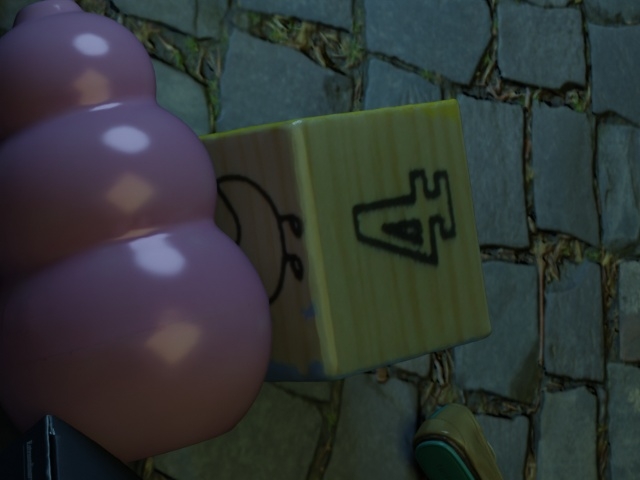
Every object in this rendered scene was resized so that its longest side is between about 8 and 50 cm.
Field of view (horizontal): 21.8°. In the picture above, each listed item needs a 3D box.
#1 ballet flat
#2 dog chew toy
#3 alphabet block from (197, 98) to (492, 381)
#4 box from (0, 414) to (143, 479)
[{"bbox_3d":[0.162,0.250,1.537,0.232,0.080,0.073,64,36,-20],"label":"ballet flat"},{"bbox_3d":[-0.158,-0.010,1.192,0.206,0.206,0.332,-14,88,-42],"label":"dog chew toy"},{"bbox_3d":[0.000,0.000,1.332,0.193,0.192,0.197,-12,94,-44],"label":"alphabet block"},{"bbox_3d":[-0.209,0.243,1.082,0.108,0.207,0.153,43,18,-31],"label":"box"}]
